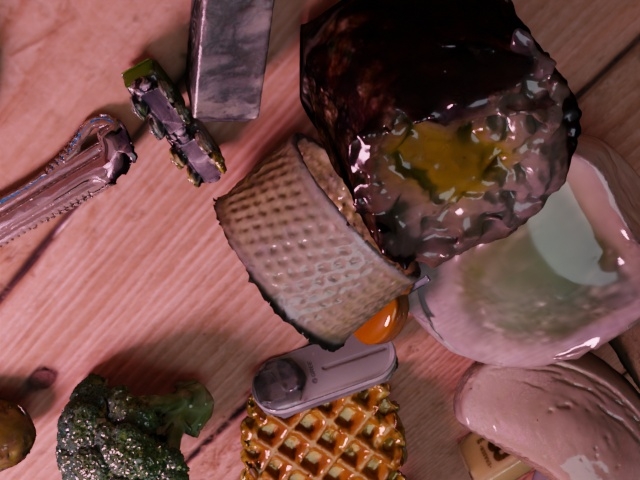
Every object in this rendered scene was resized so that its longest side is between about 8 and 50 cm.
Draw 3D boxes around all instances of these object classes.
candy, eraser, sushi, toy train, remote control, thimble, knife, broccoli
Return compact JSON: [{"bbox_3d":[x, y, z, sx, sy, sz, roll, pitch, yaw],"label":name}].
[{"bbox_3d":[0.313,0.025,1.508,0.386,0.186,0.427,35,124,-15],"label":"candy"},{"bbox_3d":[0.353,0.391,1.891,0.172,0.117,0.058,-36,131,14],"label":"eraser"},{"bbox_3d":[0.144,-0.162,1.232,0.299,0.294,0.281,-25,133,3],"label":"sushi"},{"bbox_3d":[-0.186,-0.149,1.286,0.060,0.081,0.202,-27,139,7],"label":"toy train"},{"bbox_3d":[0.007,0.220,1.645,0.247,0.104,0.052,-18,142,-1],"label":"remote control"},{"bbox_3d":[0.000,0.000,1.344,0.150,0.271,0.271,-41,129,14],"label":"thimble"},{"bbox_3d":[0.110,0.089,1.506,0.028,0.015,0.210,-17,168,-36],"label":"knife"},{"bbox_3d":[-0.291,0.314,1.568,0.270,0.270,0.270,-34,142,-35],"label":"broccoli"},{"bbox_3d":[-0.396,-0.051,1.327,0.365,0.043,0.089,-30,99,11],"label":"knife"}]

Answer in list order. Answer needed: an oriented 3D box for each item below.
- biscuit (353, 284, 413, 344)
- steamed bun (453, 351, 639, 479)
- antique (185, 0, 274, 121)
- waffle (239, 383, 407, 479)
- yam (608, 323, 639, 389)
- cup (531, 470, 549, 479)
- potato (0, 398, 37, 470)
[{"bbox_3d":[0.076,0.068,1.486,0.050,0.170,0.170,-1,130,-32],"label":"biscuit"},{"bbox_3d":[0.428,0.301,1.699,0.383,0.247,0.236,32,90,4],"label":"steamed bun"},{"bbox_3d":[-0.115,-0.236,1.224,0.086,0.088,0.183,-1,129,-15],"label":"antique"},{"bbox_3d":[0.004,0.372,1.740,0.302,0.068,0.325,-10,107,-7],"label":"waffle"},{"bbox_3d":[0.573,0.163,1.682,0.161,0.268,0.161,-16,141,-13],"label":"yam"},{"bbox_3d":[0.511,0.520,1.943,0.205,0.205,0.312,-20,148,-1],"label":"cup"},{"bbox_3d":[-0.564,0.302,1.528,0.251,0.113,0.149,-2,138,-5],"label":"potato"}]
